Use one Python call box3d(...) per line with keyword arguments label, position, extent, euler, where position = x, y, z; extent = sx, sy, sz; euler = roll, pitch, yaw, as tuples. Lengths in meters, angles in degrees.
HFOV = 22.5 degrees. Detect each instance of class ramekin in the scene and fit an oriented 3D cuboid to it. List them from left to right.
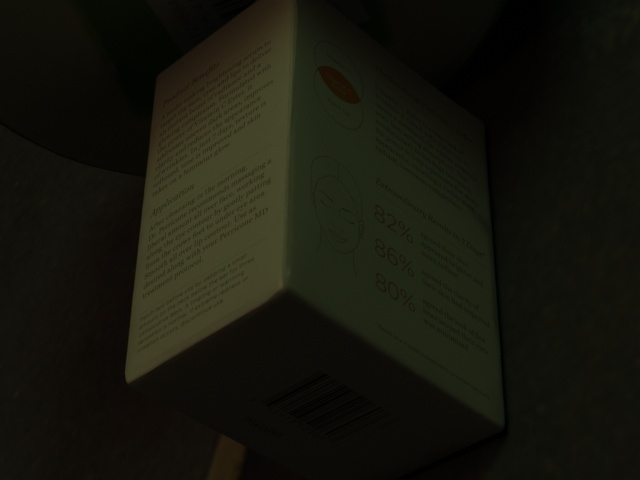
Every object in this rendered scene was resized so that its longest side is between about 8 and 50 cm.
box3d(label="ramekin", position=(-0.052, -0.164, 0.740), extent=(0.303, 0.303, 0.148), euler=(-34, 47, 28))

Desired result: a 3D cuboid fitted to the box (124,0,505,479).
box3d(label="box", position=(0.000, 0.000, 0.678), extent=(0.091, 0.130, 0.170), euler=(-31, 40, 33))
